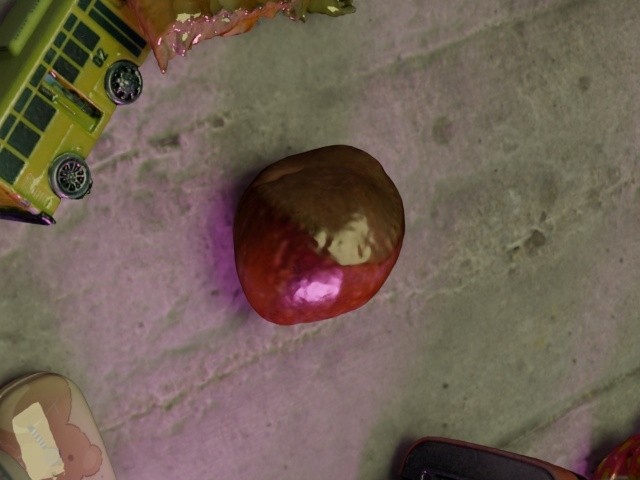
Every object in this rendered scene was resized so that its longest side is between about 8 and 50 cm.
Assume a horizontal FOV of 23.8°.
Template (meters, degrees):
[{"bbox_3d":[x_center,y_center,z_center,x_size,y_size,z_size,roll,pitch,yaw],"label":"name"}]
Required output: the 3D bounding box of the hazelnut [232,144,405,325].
[{"bbox_3d":[0.000,0.000,1.233,0.154,0.143,0.143,-48,122,-45],"label":"hazelnut"}]

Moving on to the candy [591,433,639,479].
[{"bbox_3d":[0.384,0.168,1.582,0.124,0.124,0.365,51,55,-30],"label":"candy"}]

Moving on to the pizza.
[{"bbox_3d":[-0.069,-0.223,1.175,0.288,0.075,0.280,23,49,-47],"label":"pizza"}]

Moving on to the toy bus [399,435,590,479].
[{"bbox_3d":[0.142,0.402,1.331,0.233,0.203,0.427,23,80,-43],"label":"toy bus"}]

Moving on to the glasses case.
[{"bbox_3d":[-0.191,0.196,1.139,0.081,0.051,0.204,-30,111,-35],"label":"glasses case"}]

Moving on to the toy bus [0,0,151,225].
[{"bbox_3d":[-0.197,-0.106,1.089,0.101,0.088,0.175,39,69,-35],"label":"toy bus"}]

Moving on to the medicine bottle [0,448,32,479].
[{"bbox_3d":[-0.300,0.234,1.002,0.237,0.139,0.139,-17,104,-36],"label":"medicine bottle"}]
